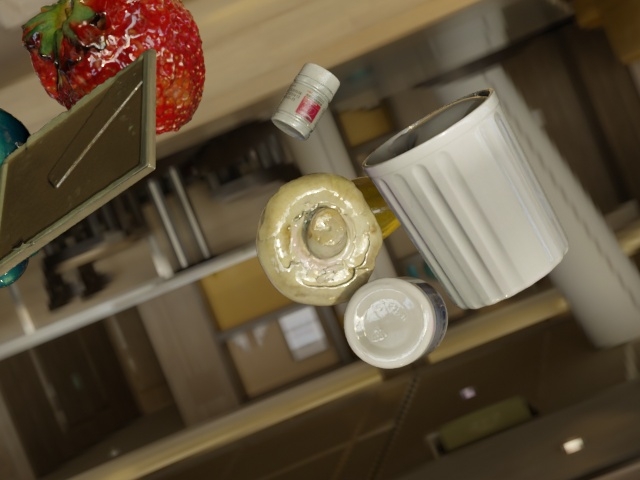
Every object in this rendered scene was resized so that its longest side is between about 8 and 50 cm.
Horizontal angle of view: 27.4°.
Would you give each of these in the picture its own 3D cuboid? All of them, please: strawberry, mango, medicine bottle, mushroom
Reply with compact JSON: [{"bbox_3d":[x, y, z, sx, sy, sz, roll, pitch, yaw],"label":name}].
[{"bbox_3d":[-0.287,-0.272,1.966,0.238,0.288,0.250,-52,-143,0],"label":"strawberry"},{"bbox_3d":[0.070,-0.045,1.980,0.195,0.098,0.137,-18,-165,-17],"label":"mango"},{"bbox_3d":[-0.020,-0.187,1.767,0.091,0.058,0.058,-60,-172,-10],"label":"medicine bottle"},{"bbox_3d":[0.000,0.000,1.521,0.154,0.154,0.122,-22,177,-11],"label":"mushroom"},{"bbox_3d":[0.094,0.093,1.539,0.102,0.103,0.186,-22,174,11],"label":"medicine bottle"}]

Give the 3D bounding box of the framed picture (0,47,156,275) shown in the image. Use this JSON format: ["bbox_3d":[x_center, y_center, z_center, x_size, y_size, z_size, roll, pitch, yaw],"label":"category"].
[{"bbox_3d":[-0.301,-0.094,1.585,0.281,0.209,0.019,-30,133,28],"label":"framed picture"}]

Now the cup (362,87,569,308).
[{"bbox_3d":[0.166,-0.048,1.480,0.167,0.202,0.221,-30,-170,6],"label":"cup"}]

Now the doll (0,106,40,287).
[{"bbox_3d":[-0.476,-0.063,1.818,0.186,0.198,0.322,-11,138,-14],"label":"doll"}]
